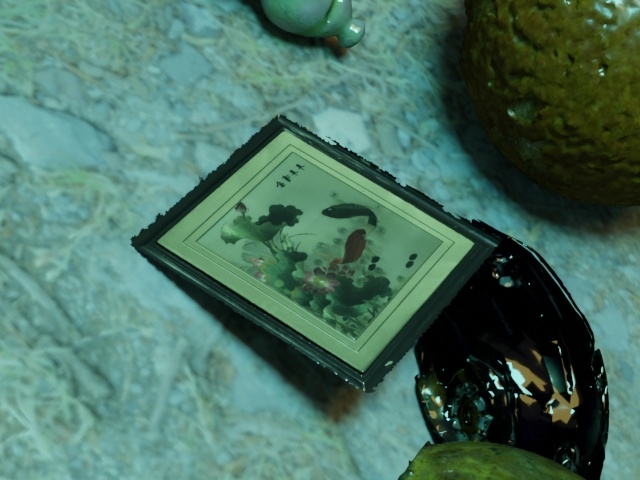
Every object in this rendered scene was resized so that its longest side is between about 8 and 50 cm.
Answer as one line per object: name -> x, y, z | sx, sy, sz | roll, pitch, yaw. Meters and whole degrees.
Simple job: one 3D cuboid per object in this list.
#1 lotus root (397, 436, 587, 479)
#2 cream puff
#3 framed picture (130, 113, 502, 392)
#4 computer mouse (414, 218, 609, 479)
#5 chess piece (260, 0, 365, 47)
lotus root -> 0.150, 0.231, 1.005 | 0.275, 0.160, 0.152 | 40, 56, -2
cream puff -> 0.224, -0.171, 1.306 | 0.303, 0.212, 0.303 | 5, 84, -57
framed picture -> 0.000, 0.000, 1.138 | 0.199, 0.010, 0.195 | 31, 44, 13
computer mouse -> 0.143, 0.084, 1.165 | 0.146, 0.077, 0.241 | 1, 57, -35
chess piece -> -0.067, -0.241, 1.241 | 0.272, 0.139, 0.139 | 39, 44, -17
